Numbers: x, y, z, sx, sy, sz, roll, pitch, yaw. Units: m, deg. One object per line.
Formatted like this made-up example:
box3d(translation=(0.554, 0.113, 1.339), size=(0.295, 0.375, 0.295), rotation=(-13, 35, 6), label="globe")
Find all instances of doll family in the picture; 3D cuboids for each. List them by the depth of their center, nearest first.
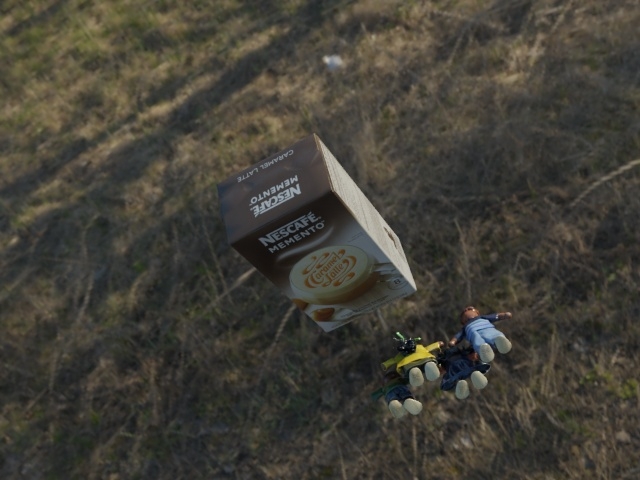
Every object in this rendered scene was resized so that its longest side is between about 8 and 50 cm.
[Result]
box3d(translation=(0.146, 0.141, 1.016), size=(0.193, 0.076, 0.111), rotation=(-16, 12, -1), label="doll family")

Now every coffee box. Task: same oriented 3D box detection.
box3d(translation=(0.000, 0.000, 1.035), size=(0.141, 0.246, 0.098), rotation=(-27, 50, 15), label="coffee box")
